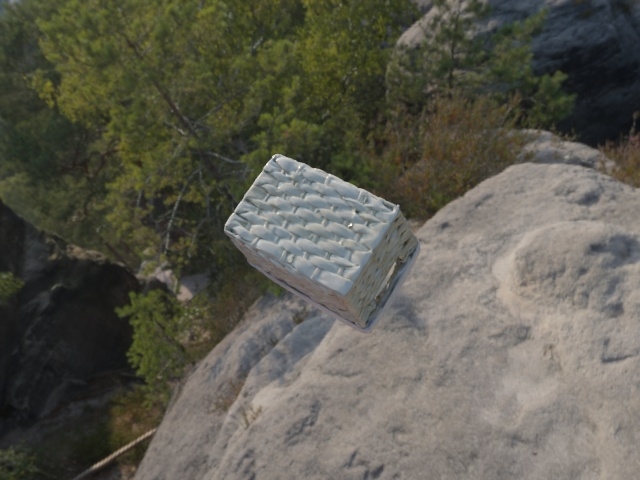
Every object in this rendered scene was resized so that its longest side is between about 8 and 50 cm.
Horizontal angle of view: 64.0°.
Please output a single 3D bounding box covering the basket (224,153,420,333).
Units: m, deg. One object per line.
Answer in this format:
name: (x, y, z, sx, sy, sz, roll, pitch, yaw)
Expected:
basket: (0.000, 0.000, 0.520, 0.167, 0.103, 0.113, 27, 78, 28)
